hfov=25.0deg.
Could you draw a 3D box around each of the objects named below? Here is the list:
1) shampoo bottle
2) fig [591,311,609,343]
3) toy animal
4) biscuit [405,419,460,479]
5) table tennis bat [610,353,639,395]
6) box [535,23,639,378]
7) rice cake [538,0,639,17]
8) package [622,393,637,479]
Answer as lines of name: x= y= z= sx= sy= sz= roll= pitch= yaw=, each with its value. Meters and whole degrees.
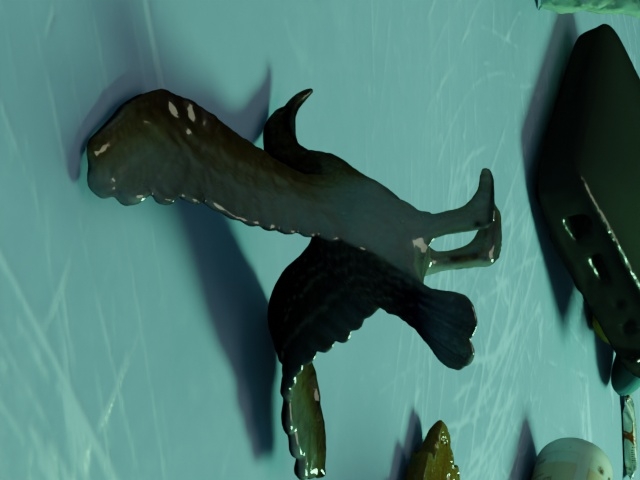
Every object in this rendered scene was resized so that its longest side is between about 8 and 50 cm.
shampoo bottle: x=0.211 y=0.264 z=1.287 sx=0.192 sy=0.074 sz=0.074 roll=-64 pitch=146 yaw=-44
fig: x=0.331 y=0.069 z=1.590 sx=0.084 sy=0.082 sz=0.098 roll=-38 pitch=105 yaw=-26
toy animal: x=0.016 y=-0.004 z=0.755 sx=0.272 sy=0.160 sz=0.197 roll=76 pitch=23 yaw=-45
biscuit: x=0.073 y=0.194 z=1.022 sx=0.130 sy=0.019 sz=0.119 roll=-31 pitch=118 yaw=-65
table tennis bat: x=0.368 y=0.125 z=1.619 sx=0.201 sy=0.033 sz=0.124 roll=-102 pitch=-143 yaw=-83
box: x=0.315 y=-0.040 z=1.486 sx=0.290 sy=0.073 sz=0.289 roll=57 pitch=35 yaw=-30
rice cake: x=0.298 y=-0.282 z=1.448 sx=0.237 sy=0.127 sz=0.043 roll=-59 pitch=147 yaw=-51
package: x=0.380 y=0.241 z=1.766 sx=0.037 sy=0.015 sz=0.110 roll=-16 pitch=103 yaw=-66
